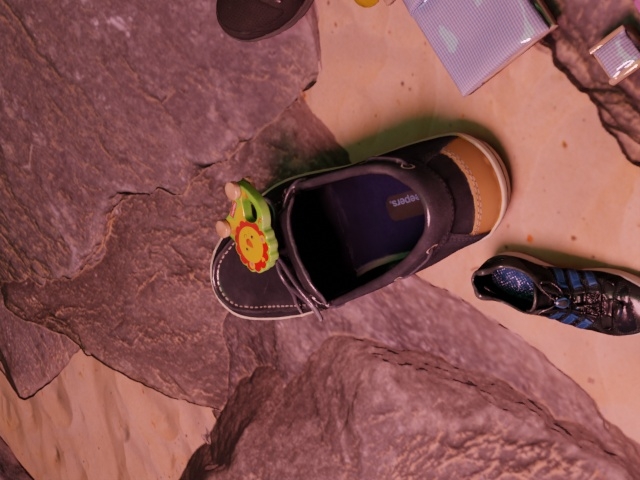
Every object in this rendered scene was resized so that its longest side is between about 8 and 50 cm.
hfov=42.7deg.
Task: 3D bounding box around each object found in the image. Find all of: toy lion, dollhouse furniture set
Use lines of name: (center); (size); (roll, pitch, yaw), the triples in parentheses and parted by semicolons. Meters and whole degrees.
toy lion: (-0.084, -0.014, 1.002); (0.096, 0.034, 0.100); (44, 135, 28)
dollhouse furniture set: (0.166, -0.234, 0.790); (0.303, 0.198, 0.286); (-35, 80, 42)

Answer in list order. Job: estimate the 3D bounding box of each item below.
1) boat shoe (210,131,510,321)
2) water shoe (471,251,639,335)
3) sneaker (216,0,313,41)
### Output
boat shoe: (0.000, 0.000, 1.038); (0.500, 0.156, 0.186); (-20, 92, 44)
water shoe: (0.260, 0.066, 0.882); (0.203, 0.080, 0.072); (12, 112, 38)
sneaker: (-0.044, -0.360, 0.970); (0.341, 0.140, 0.125); (-38, 80, 42)
